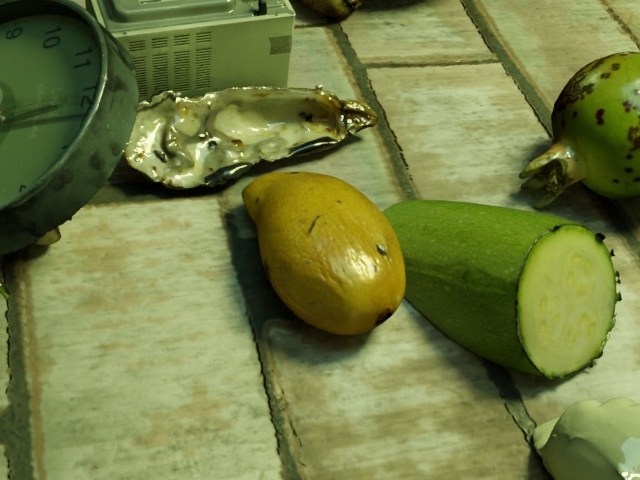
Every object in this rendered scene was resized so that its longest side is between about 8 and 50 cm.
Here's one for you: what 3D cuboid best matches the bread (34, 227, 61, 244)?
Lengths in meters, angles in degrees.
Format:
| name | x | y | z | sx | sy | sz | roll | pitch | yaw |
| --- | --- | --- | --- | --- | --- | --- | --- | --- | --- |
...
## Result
| name | x | y | z | sx | sy | sz | roll | pitch | yaw |
| --- | --- | --- | --- | --- | --- | --- | --- | --- | --- |
| bread | -0.353 | -0.073 | 1.106 | 0.053 | 0.073 | 0.214 | -27 | 57 | -9 |

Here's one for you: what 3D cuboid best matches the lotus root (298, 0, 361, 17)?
| name | x | y | z | sx | sy | sz | roll | pitch | yaw |
| --- | --- | --- | --- | --- | --- | --- | --- | --- | --- |
| lotus root | -0.010 | -0.415 | 1.495 | 0.191 | 0.094 | 0.108 | 35 | 28 | 33 |

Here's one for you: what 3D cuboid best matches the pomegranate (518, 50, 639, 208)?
| name | x | y | z | sx | sy | sz | roll | pitch | yaw |
| --- | --- | --- | --- | --- | --- | --- | --- | --- | --- |
| pomegranate | 0.377 | -0.127 | 1.239 | 0.198 | 0.246 | 0.198 | 36 | 17 | -13 |

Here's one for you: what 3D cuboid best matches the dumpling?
| name | x | y | z | sx | sy | sz | roll | pitch | yaw |
| --- | --- | --- | --- | --- | --- | --- | --- | --- | --- |
| dumpling | 0.297 | 0.197 | 0.911 | 0.155 | 0.111 | 0.181 | -20 | 39 | -17 |

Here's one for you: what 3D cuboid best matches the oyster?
| name | x | y | z | sx | sy | sz | roll | pitch | yaw |
| --- | --- | --- | --- | --- | --- | --- | --- | --- | --- |
| oyster | -0.086 | -0.134 | 1.220 | 0.345 | 0.078 | 0.128 | -11 | 70 | -23 |

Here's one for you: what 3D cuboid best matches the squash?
| name | x | y | z | sx | sy | sz | roll | pitch | yaw |
| --- | --- | --- | --- | --- | --- | --- | --- | --- | --- |
| squash | 0.192 | 0.049 | 1.121 | 0.189 | 0.189 | 0.260 | -29 | 21 | -33 |

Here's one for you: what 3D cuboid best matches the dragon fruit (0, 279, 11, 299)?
| name | x | y | z | sx | sy | sz | roll | pitch | yaw |
| --- | --- | --- | --- | --- | --- | --- | --- | --- | --- |
| dragon fruit | -0.416 | 0.046 | 0.910 | 0.182 | 0.182 | 0.188 | -31 | 45 | -34 |

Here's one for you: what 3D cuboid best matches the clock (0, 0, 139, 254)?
| name | x | y | z | sx | sy | sz | roll | pitch | yaw |
| --- | --- | --- | --- | --- | --- | --- | --- | --- | --- |
| clock | -0.355 | -0.134 | 1.058 | 0.319 | 0.066 | 0.319 | -9 | 60 | 17 |

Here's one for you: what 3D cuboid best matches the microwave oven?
| name | x | y | z | sx | sy | sz | roll | pitch | yaw |
| --- | --- | --- | --- | --- | --- | --- | --- | --- | --- |
| microwave oven | -0.172 | -0.259 | 1.238 | 0.240 | 0.194 | 0.145 | -11 | 47 | -17 |

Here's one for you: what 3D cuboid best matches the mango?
| name | x | y | z | sx | sy | sz | roll | pitch | yaw |
| --- | --- | --- | --- | --- | --- | --- | --- | --- | --- |
| mango | 0.001 | -0.003 | 1.073 | 0.157 | 0.109 | 0.262 | -19 | 50 | -21 |
